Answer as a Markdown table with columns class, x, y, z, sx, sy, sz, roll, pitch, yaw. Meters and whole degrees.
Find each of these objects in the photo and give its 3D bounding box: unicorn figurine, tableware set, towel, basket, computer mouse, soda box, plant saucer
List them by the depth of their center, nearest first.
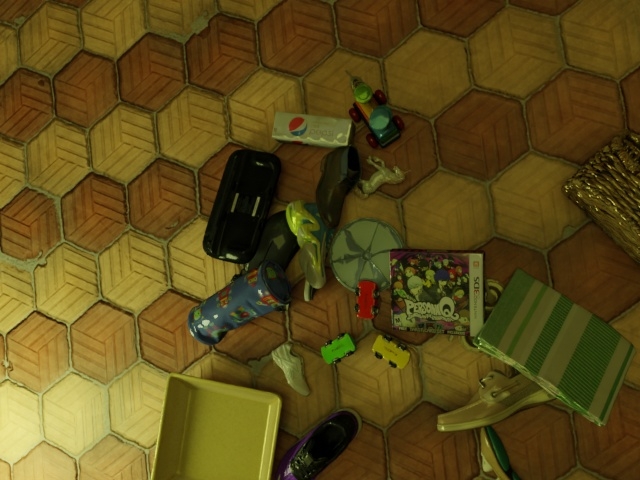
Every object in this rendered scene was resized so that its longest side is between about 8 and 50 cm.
| class | x | y | z | sx | sy | sz | roll | pitch | yaw |
| --- | --- | --- | --- | --- | --- | --- | --- | --- | --- |
| basket | 0.738 | -0.103 | 1.229 | 0.223 | 0.213 | 0.299 | -43 | 78 | 8 |
| towel | 0.551 | 0.242 | 1.288 | 0.324 | 0.038 | 0.248 | 34 | 63 | 14 |
| tableware set | 0.407 | 0.189 | 1.374 | 0.128 | 0.039 | 0.194 | 19 | 90 | 14 |
| unicorn figurine | 0.152 | -0.171 | 1.456 | 0.162 | 0.060 | 0.111 | -43 | 78 | 23 |
| plant saucer | -0.271 | 0.542 | 1.484 | 0.332 | 0.081 | 0.333 | 8 | 88 | 13 |
| computer mouse | -0.130 | 0.045 | 1.492 | 0.188 | 0.072 | 0.272 | 23 | 91 | 14 |
| soda box | -0.018 | -0.296 | 1.493 | 0.216 | 0.069 | 0.074 | 9 | 88 | 14 |

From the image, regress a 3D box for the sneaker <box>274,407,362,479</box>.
| class | x | y | z | sx | sy | sz | roll | pitch | yaw |
| --- | --- | --- | --- | --- | --- | --- | --- | --- | --- |
| sneaker | -0.024 | 0.544 | 1.393 | 0.102 | 0.146 | 0.293 | 44 | 96 | 12 |

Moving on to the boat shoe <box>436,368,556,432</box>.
| class | x | y | z | sx | sy | sz | roll | pitch | yaw |
| --- | --- | --- | --- | --- | --- | --- | --- | --- | --- |
| boat shoe | 0.429 | 0.366 | 1.322 | 0.340 | 0.122 | 0.110 | -21 | 74 | 0 |

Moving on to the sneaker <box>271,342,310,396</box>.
| class | x | y | z | sx | sy | sz | roll | pitch | yaw |
| --- | --- | --- | --- | --- | --- | --- | --- | --- | --- |
| sneaker | -0.068 | 0.343 | 1.466 | 0.061 | 0.053 | 0.152 | -36 | 78 | 5 |

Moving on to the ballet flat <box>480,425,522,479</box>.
| class | x | y | z | sx | sy | sz | roll | pitch | yaw |
| --- | --- | --- | --- | --- | --- | --- | --- | --- | --- |
| ballet flat | 0.433 | 0.560 | 1.325 | 0.073 | 0.080 | 0.232 | -35 | 77 | 24 |

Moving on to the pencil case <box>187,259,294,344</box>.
| class | x | y | z | sx | sy | sz | roll | pitch | yaw |
| --- | --- | --- | --- | --- | --- | --- | --- | --- | --- |
| pencil case | -0.207 | 0.167 | 1.443 | 0.306 | 0.133 | 0.120 | -31 | 47 | 26 |

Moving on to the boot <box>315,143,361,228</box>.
| class | x | y | z | sx | sy | sz | roll | pitch | yaw |
| --- | --- | --- | --- | --- | --- | --- | --- | --- | --- |
| boot | 0.048 | -0.144 | 1.420 | 0.106 | 0.082 | 0.219 | -25 | 59 | 51 |

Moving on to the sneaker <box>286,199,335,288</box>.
| class | x | y | z | sx | sy | sz | roll | pitch | yaw |
| --- | --- | --- | --- | --- | --- | --- | --- | --- | --- |
| sneaker | 0.000 | 0.000 | 1.434 | 0.126 | 0.091 | 0.240 | -12 | 79 | -25 |

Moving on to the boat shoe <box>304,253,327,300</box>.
| class | x | y | z | sx | sy | sz | roll | pitch | yaw |
| --- | --- | --- | --- | --- | --- | --- | --- | --- | --- |
| boat shoe | -0.013 | 0.094 | 1.474 | 0.040 | 0.049 | 0.142 | 10 | 86 | 13 |

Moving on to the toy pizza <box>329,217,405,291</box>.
| class | x | y | z | sx | sy | sz | roll | pitch | yaw |
| --- | --- | --- | --- | --- | --- | --- | --- | --- | --- |
| toy pizza | 0.124 | 0.041 | 1.454 | 0.201 | 0.032 | 0.202 | 0 | 88 | 12 |

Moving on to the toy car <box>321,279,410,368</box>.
| class | x | y | z | sx | sy | sz | roll | pitch | yaw |
| --- | --- | --- | --- | --- | --- | --- | --- | --- | --- |
| toy car | 0.102 | 0.248 | 1.419 | 0.225 | 0.053 | 0.239 | -33 | 72 | 23 |

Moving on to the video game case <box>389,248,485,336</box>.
| class | x | y | z | sx | sy | sz | roll | pitch | yaw |
| --- | --- | --- | --- | --- | --- | --- | --- | --- | --- |
| video game case | 0.288 | 0.127 | 1.362 | 0.231 | 0.042 | 0.211 | 2 | 102 | 23 |

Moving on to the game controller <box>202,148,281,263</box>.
| class | x | y | z | sx | sy | sz | roll | pitch | yaw |
| --- | --- | --- | --- | --- | --- | --- | --- | --- | --- |
| game controller | -0.214 | -0.097 | 1.503 | 0.166 | 0.067 | 0.320 | 13 | 81 | 16 |

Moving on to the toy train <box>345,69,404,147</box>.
| class | x | y | z | sx | sy | sz | roll | pitch | yaw |
| --- | --- | --- | --- | --- | --- | --- | --- | --- | --- |
| toy train | 0.114 | -0.367 | 1.429 | 0.105 | 0.143 | 0.248 | -33 | 80 | 8 |
